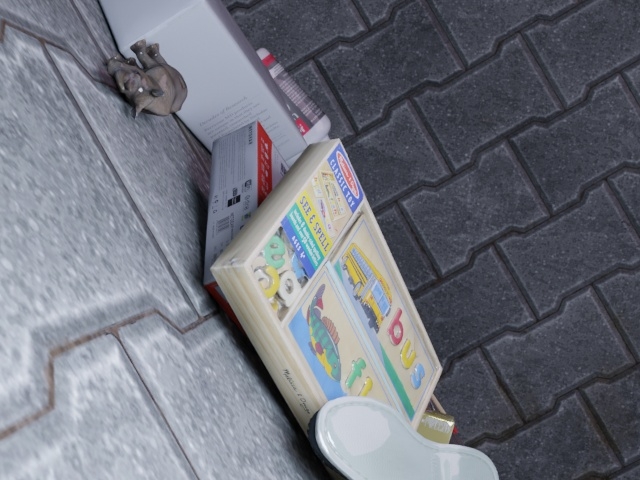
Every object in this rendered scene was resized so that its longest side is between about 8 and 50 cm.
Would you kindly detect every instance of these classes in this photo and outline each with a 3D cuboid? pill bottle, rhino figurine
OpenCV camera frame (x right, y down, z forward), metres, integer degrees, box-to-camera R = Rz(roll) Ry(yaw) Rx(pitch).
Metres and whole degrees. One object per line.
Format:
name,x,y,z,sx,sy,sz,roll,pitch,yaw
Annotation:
pill bottle,-0.089,-0.274,1.982,0.318,0.176,0.176,47,8,-8
rhino figurine,-0.241,-0.219,1.184,0.106,0.073,0.243,56,8,-9

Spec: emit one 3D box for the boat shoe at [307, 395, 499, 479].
boat shoe,0.087,0.272,1.020,0.302,0.091,0.114,33,53,-30

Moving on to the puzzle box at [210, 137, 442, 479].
puzzle box,0.032,0.110,1.100,0.409,0.052,0.272,63,38,-27

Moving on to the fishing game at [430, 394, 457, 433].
fishing game,0.106,0.260,1.458,0.264,0.041,0.189,5,-46,53

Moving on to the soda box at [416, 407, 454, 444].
soda box,0.144,0.338,1.245,0.058,0.181,0.061,17,-1,9

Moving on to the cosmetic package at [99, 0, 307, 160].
cosmetic package,-0.205,-0.316,1.528,0.230,0.161,0.453,64,7,32

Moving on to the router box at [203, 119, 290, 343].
router box,-0.051,0.037,1.232,0.301,0.082,0.335,56,17,-36
